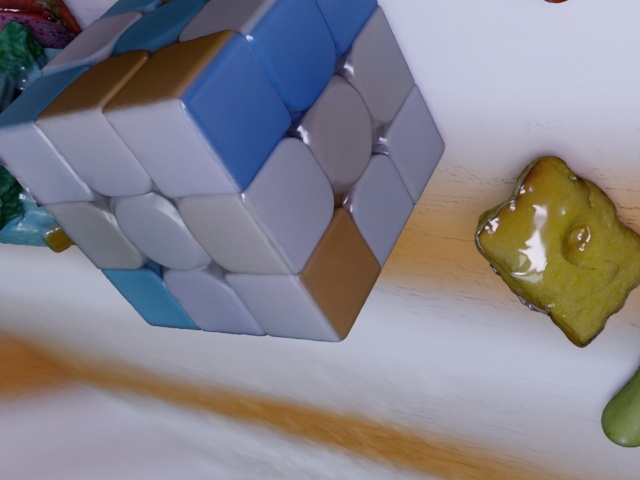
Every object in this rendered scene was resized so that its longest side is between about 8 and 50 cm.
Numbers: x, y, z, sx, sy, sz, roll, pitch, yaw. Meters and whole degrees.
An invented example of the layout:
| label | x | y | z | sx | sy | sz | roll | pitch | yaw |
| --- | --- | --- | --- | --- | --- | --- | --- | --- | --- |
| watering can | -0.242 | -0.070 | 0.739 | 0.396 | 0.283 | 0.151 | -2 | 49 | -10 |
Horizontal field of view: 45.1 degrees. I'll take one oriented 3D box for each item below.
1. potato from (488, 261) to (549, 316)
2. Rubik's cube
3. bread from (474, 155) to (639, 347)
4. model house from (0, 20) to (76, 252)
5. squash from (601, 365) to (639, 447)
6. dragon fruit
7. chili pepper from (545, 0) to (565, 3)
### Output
| label | x | y | z | sx | sy | sz | roll | pitch | yaw |
| --- | --- | --- | --- | --- | --- | --- | --- | --- | --- |
| potato | 0.297 | 0.048 | 1.063 | 0.122 | 0.061 | 0.086 | 43 | 169 | -14 |
| Rubik's cube | -0.106 | -0.119 | 0.929 | 0.347 | 0.344 | 0.347 | 1 | 137 | 38 |
| bread | 0.298 | 0.009 | 0.964 | 0.233 | 0.160 | 0.088 | 42 | 173 | -23 |
| model house | -0.312 | -0.125 | 1.071 | 0.249 | 0.280 | 0.230 | 5 | 162 | -3 |
| squash | 0.488 | 0.235 | 1.155 | 0.083 | 0.083 | 0.250 | 21 | 142 | 15 |
| dragon fruit | -0.455 | -0.329 | 1.119 | 0.219 | 0.148 | 0.223 | -5 | 161 | -7 |
| chili pepper | 0.219 | -0.267 | 0.717 | 0.192 | 0.086 | 0.084 | 32 | 119 | 15 |
